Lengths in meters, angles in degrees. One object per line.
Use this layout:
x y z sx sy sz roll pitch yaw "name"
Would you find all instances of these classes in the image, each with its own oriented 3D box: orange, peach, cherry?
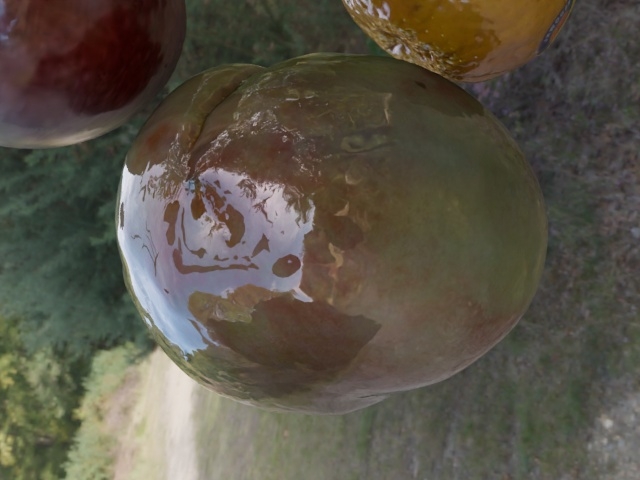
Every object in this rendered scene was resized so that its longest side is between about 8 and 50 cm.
0.096 -0.196 0.589 0.155 0.178 0.177 -61 16 13 "orange"
0.001 -0.001 0.569 0.292 0.292 0.247 178 90 -77 "peach"
-0.207 -0.156 0.585 0.239 0.239 0.206 135 153 -67 "cherry"
